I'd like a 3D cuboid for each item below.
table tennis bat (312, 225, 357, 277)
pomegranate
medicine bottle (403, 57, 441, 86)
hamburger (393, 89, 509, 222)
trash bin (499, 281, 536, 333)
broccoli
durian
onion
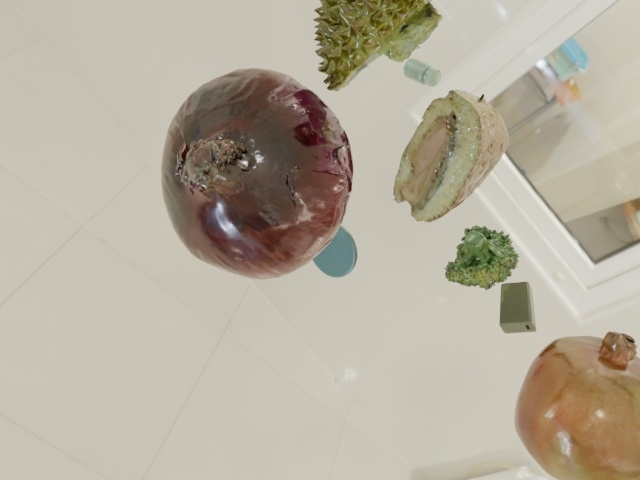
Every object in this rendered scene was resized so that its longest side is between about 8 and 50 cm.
[{"bbox_3d":[0.000,0.000,1.382,0.244,0.153,0.040,38,34,23],"label":"table tennis bat"},{"bbox_3d":[0.452,0.269,0.838,0.252,0.229,0.270,-16,118,-58],"label":"pomegranate"},{"bbox_3d":[0.236,-0.390,1.184,0.047,0.047,0.083,-2,34,-46],"label":"medicine bottle"},{"bbox_3d":[0.302,-0.198,1.101,0.209,0.330,0.162,-33,64,-30],"label":"hamburger"},{"bbox_3d":[0.384,0.130,0.991,0.043,0.061,0.092,49,43,-40],"label":"trash bin"},{"bbox_3d":[0.432,0.032,1.405,0.194,0.220,0.194,51,5,-6],"label":"broccoli"},{"bbox_3d":[0.087,-0.326,0.771,0.166,0.306,0.172,8,65,-29],"label":"durian"},{"bbox_3d":[-0.127,-0.108,0.807,0.347,0.347,0.285,61,18,11],"label":"onion"}]
